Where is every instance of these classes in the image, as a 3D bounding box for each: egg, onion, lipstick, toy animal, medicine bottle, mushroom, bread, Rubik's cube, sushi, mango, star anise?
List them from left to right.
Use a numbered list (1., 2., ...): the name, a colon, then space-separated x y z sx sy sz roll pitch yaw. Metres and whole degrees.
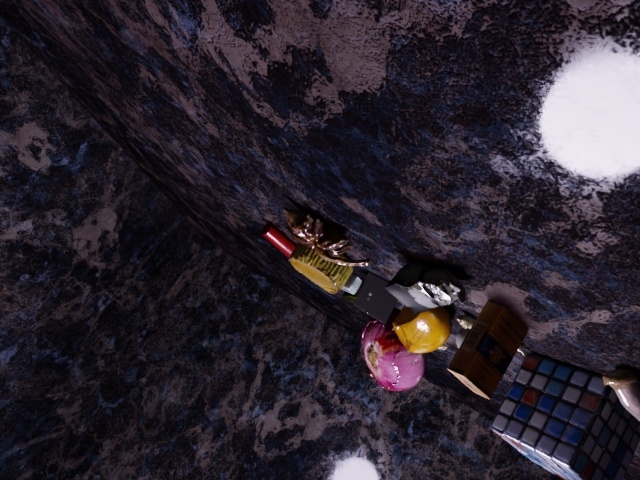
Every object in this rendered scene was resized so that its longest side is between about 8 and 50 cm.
1. lipstick: -0.157 0.025 2.270 0.280 0.073 0.073 43 164 -32
2. star anise: 0.001 -0.001 1.736 0.350 0.109 0.292 35 171 -7
3. bread: 0.003 0.095 1.991 0.253 0.142 0.227 35 168 8
4. medicine bottle: 0.115 0.180 2.150 0.118 0.074 0.055 21 162 46
5. onion: 0.352 0.508 2.276 0.358 0.358 0.345 24 -155 37
6. mango: 0.370 0.295 1.774 0.199 0.201 0.350 -2 157 -5
7. sushi: 0.328 0.120 1.439 0.134 0.109 0.273 41 151 -12
8. egg: 0.529 0.354 1.716 0.103 0.103 0.135 36 -174 -8
9. toy animal: 0.566 0.313 1.621 0.241 0.056 0.099 32 173 2
10. Rubik's cube: 0.766 0.569 1.518 0.292 0.293 0.287 39 166 -27
11. mushroom: 0.827 0.410 1.267 0.212 0.088 0.097 40 -161 -1

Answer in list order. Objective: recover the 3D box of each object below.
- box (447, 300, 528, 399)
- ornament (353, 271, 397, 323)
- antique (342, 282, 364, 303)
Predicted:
1. box: 0.484 0.314 1.409 0.152 0.237 0.070 41 168 -28
2. ornament: 0.251 0.223 1.998 0.166 0.153 0.196 30 -171 21
3. antique: 0.188 0.240 2.182 0.081 0.080 0.221 37 165 -15
